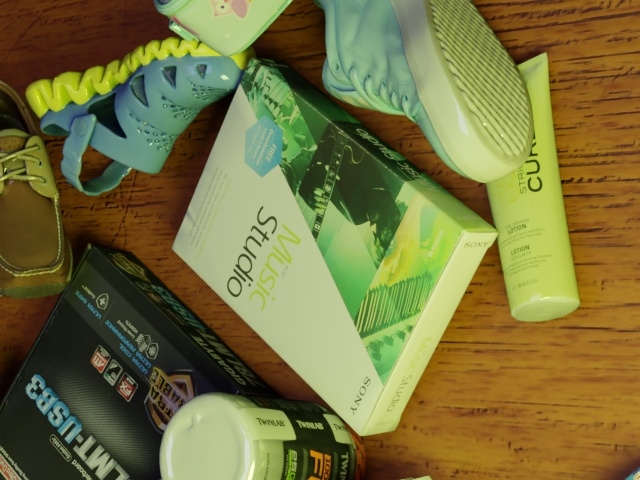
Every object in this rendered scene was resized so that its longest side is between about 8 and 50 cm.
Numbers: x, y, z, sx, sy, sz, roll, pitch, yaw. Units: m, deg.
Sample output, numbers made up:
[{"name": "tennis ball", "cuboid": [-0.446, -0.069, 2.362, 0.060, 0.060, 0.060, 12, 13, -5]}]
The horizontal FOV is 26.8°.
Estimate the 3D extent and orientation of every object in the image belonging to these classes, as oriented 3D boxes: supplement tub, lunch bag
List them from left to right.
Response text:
[{"name": "lunch bag", "cuboid": [-0.084, -0.317, 1.358, 0.224, 0.108, 0.279, -43, 30, 14]}, {"name": "supplement tub", "cuboid": [-0.047, 0.202, 1.242, 0.117, 0.190, 0.117, -8, 77, 36]}]

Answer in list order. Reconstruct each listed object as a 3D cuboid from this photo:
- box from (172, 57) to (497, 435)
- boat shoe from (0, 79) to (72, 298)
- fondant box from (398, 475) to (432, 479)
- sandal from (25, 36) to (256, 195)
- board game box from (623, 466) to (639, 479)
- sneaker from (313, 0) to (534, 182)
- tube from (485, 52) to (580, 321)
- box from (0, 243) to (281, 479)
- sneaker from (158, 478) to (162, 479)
[{"name": "box", "cuboid": [0.000, 0.000, 1.304, 0.322, 0.058, 0.232, 41, 118, 34]}, {"name": "boat shoe", "cuboid": [-0.356, -0.068, 1.510, 0.324, 0.122, 0.120, -122, 32, -45]}, {"name": "fondant box", "cuboid": [0.093, 0.402, 1.124, 0.330, 0.096, 0.238, 55, 129, 32]}, {"name": "sandal", "cuboid": [-0.187, -0.136, 1.468, 0.317, 0.126, 0.138, -14, 82, 40]}, {"name": "board game box", "cuboid": [0.241, 0.310, 1.098, 0.210, 0.047, 0.160, -47, 59, 21]}, {"name": "sneaker", "cuboid": [0.081, -0.156, 1.247, 0.150, 0.135, 0.366, -47, 37, 27]}, {"name": "tube", "cuboid": [0.181, -0.048, 1.211, 0.070, 0.062, 0.240, -4, 68, -4]}, {"name": "box", "cuboid": [-0.216, 0.202, 1.443, 0.295, 0.073, 0.293, 40, 104, 36]}, {"name": "sneaker", "cuboid": [-0.143, 0.367, 1.320, 0.104, 0.147, 0.296, 19, 84, 54]}]
